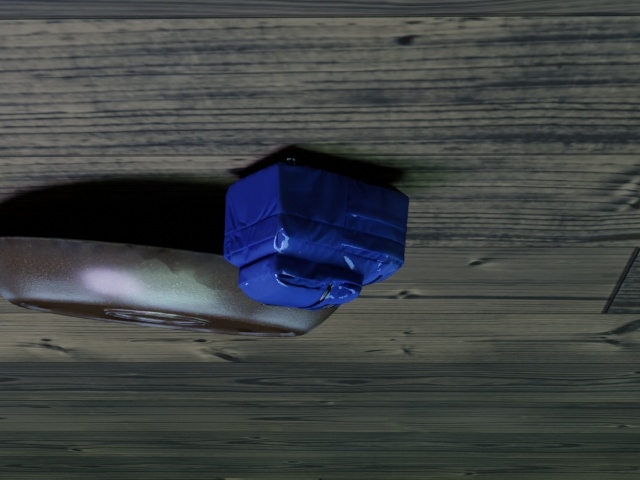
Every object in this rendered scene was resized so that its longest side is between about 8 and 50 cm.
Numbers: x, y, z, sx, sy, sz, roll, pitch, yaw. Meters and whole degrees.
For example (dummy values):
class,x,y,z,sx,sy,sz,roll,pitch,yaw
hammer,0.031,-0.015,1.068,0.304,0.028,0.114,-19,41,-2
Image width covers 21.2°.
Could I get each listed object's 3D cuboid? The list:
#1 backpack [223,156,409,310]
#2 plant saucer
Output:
class,x,y,z,sx,sy,sz,roll,pitch,yaw
backpack,0.000,0.000,1.238,0.120,0.101,0.098,8,170,-30
plant saucer,-0.130,0.042,1.390,0.311,0.050,0.310,6,173,1
